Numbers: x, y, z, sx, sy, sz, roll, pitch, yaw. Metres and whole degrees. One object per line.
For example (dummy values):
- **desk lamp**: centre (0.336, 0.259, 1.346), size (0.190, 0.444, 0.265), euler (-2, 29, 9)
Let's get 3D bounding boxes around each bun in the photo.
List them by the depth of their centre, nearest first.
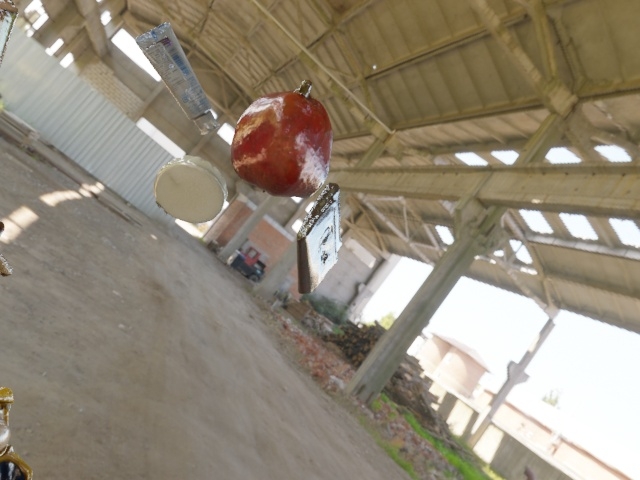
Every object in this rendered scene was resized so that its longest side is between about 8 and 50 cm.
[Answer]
- **bun**: centre (-0.462, -0.208, 1.723), size (0.263, 0.263, 0.175), euler (41, 30, -25)

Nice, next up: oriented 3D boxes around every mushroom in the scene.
- **mushroom**: centre (-1.134, 0.041, 1.620), size (0.217, 0.227, 0.148), euler (58, 6, -48)

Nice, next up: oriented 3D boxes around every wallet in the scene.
- **wallet**: centre (0.000, 0.000, 1.049), size (0.049, 0.182, 0.229), euler (23, -33, 18)

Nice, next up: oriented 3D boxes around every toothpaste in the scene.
- **toothpaste**: centre (-0.385, -0.439, 1.308), size (0.073, 0.114, 0.299), euler (11, -44, 54)

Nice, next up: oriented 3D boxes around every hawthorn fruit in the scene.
- **hawthorn fruit**: centre (-0.092, -0.266, 1.213), size (0.265, 0.307, 0.265), euler (15, 34, -11)

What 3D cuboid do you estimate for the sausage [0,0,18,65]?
- **sausage**: centre (-0.725, -0.358, 0.959), size (0.117, 0.317, 0.125), euler (19, 18, -31)

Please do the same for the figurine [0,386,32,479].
- **figurine**: centre (-1.054, 0.610, 1.320), size (0.401, 0.387, 0.268), euler (3, -24, -8)
